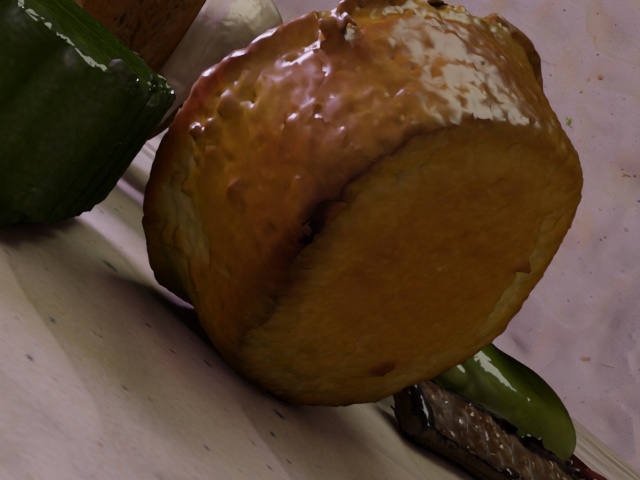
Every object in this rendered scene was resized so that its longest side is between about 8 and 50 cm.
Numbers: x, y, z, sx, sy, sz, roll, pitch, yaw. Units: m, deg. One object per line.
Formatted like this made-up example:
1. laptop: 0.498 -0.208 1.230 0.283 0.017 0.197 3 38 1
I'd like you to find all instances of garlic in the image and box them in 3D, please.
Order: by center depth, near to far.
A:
1. garlic: -0.132 -0.245 1.122 0.145 0.164 0.245 32 28 -5

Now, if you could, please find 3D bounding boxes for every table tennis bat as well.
1. table tennis bat: 0.445 0.392 1.641 0.200 0.038 0.310 34 6 -42

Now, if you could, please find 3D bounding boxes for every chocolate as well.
1. chocolate: 0.196 0.247 1.033 0.329 0.065 0.102 34 24 -29

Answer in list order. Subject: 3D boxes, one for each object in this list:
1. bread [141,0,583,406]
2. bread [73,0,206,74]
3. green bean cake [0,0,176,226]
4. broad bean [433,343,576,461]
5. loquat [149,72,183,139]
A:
1. bread: 0.038 -0.016 0.741 0.337 0.358 0.204 8 41 -29
2. bread: -0.211 -0.273 0.950 0.109 0.380 0.185 46 18 27
3. green bean cake: -0.256 -0.137 0.699 0.250 0.156 0.247 38 6 -5
4. broad bean: 0.254 0.222 1.341 0.291 0.119 0.238 39 4 -3
5. loquat: -0.272 -0.227 1.194 0.208 0.208 0.208 38 4 -3
